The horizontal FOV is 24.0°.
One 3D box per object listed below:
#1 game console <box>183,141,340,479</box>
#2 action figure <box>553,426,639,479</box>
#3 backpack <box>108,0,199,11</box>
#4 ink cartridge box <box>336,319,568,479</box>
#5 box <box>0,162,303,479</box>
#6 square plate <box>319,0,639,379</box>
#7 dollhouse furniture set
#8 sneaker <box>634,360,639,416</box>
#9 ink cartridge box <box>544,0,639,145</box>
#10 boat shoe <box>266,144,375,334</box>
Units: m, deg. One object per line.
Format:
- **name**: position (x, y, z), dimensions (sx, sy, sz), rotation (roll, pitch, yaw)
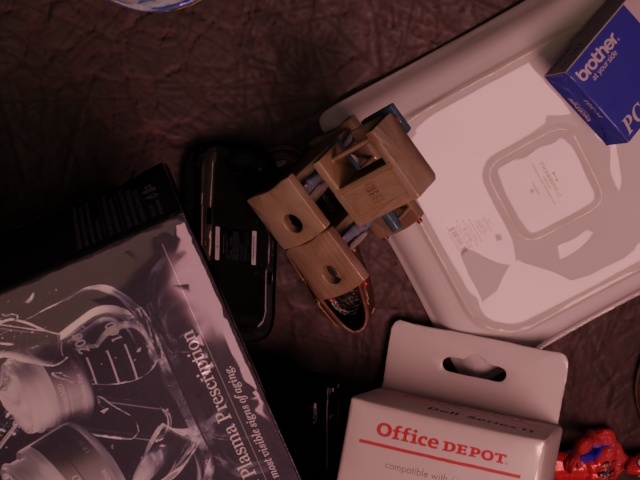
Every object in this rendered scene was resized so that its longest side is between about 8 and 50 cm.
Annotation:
- **game console**: position (-0.080, 0.083, 1.527), dimensions (0.213, 0.044, 0.361), rotation (5, 101, 20)
- **action figure**: position (0.232, 0.259, 1.600), dimensions (0.280, 0.139, 0.091), rotation (-3, 108, -6)
- **backpack**: position (-0.134, -0.382, 1.333), dimensions (0.290, 0.273, 0.356), rotation (21, 117, -17)
- **ink cartridge box**: position (0.121, 0.272, 1.524), dimensions (0.207, 0.119, 0.354), rotation (10, 94, 17)
- **box**: position (-0.209, 0.159, 1.356), dimensions (0.312, 0.179, 0.343), rotation (-24, 111, -3)
- **square plate**: position (0.227, -0.060, 1.543), dimensions (0.344, 0.049, 0.347), rotation (-29, 106, 4)
- **dollhouse furniture set**: position (0.056, -0.049, 1.430), dimensions (0.183, 0.129, 0.129), rotation (-27, 104, 45)
- **sneaker**: position (0.376, 0.137, 1.597), dimensions (0.066, 0.071, 0.188), rotation (0, 112, -3)
- **ink cartridge box**: position (0.319, -0.200, 1.466), dimensions (0.097, 0.046, 0.207), rotation (45, 75, -16)
- **boat shoe**: position (0.000, 0.000, 1.533), dimensions (0.073, 0.073, 0.207), rotation (-28, 106, 7)
